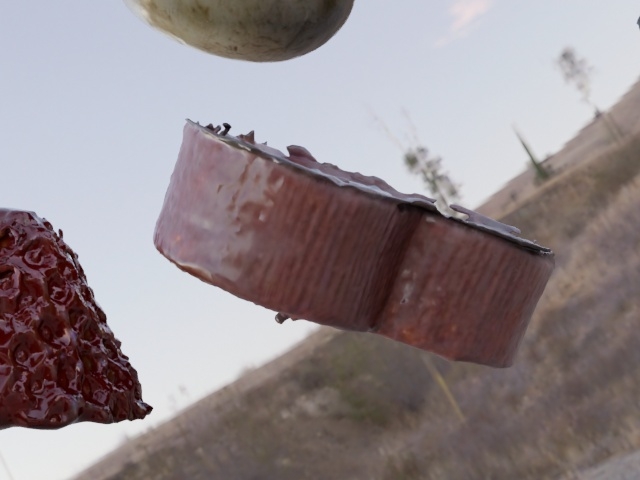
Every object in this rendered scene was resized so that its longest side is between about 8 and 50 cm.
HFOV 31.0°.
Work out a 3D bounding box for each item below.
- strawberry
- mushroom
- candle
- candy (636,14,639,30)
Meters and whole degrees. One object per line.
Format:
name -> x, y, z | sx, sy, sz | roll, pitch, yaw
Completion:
strawberry -> -0.241, 0.063, 0.927 | 0.233, 0.178, 0.234 | 3, 3, 0
mushroom -> -0.054, -0.271, 1.112 | 0.253, 0.189, 0.195 | -36, -25, -53
candle -> 0.000, 0.000, 0.894 | 0.317, 0.287, 0.131 | 18, -81, -35
candy -> 0.412, -0.161, 1.199 | 0.143, 0.271, 0.101 | -11, -37, 20
